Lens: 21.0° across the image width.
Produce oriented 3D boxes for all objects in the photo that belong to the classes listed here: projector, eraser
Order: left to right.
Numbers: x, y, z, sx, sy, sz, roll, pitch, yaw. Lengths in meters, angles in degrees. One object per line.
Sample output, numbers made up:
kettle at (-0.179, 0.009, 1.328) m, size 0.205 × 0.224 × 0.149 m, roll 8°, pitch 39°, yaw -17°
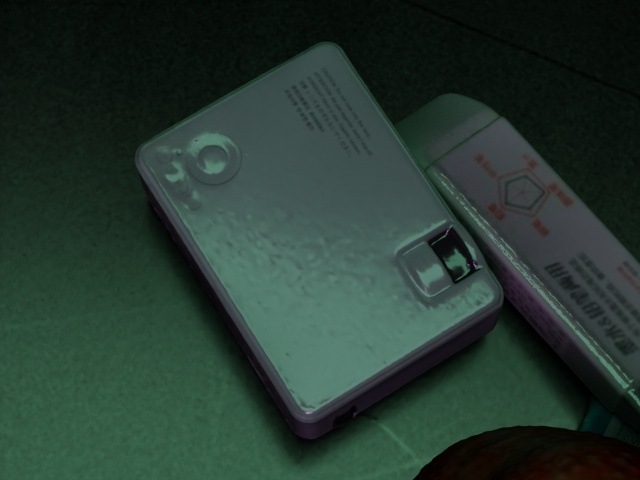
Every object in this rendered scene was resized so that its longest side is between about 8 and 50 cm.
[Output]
projector at (0.000, 0.000, 1.335) m, size 0.192 × 0.099 × 0.257 m, roll -31°, pitch 75°, yaw -8°
eraser at (0.184, 0.016, 1.349) m, size 0.089 × 0.061 × 0.352 m, roll -34°, pitch 72°, yaw -18°

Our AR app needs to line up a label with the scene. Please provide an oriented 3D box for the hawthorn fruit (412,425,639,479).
hawthorn fruit at (0.203, 0.279, 1.183) m, size 0.368 × 0.284 × 0.285 m, roll 15°, pitch 70°, yaw -20°

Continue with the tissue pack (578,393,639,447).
tissue pack at (0.225, 0.172, 1.329) m, size 0.085 × 0.028 × 0.138 m, roll 32°, pitch 68°, yaw 4°
